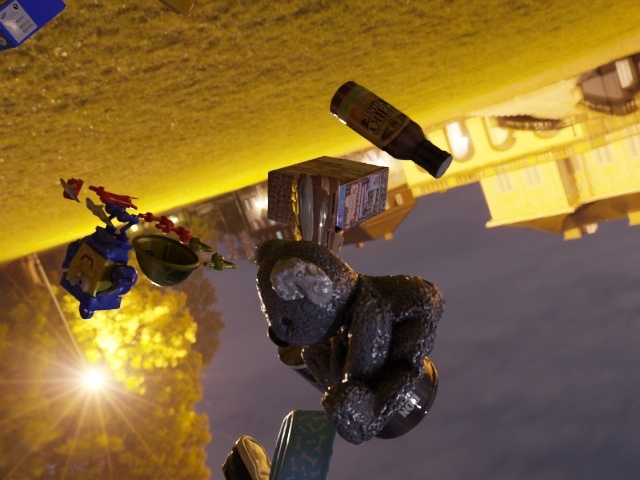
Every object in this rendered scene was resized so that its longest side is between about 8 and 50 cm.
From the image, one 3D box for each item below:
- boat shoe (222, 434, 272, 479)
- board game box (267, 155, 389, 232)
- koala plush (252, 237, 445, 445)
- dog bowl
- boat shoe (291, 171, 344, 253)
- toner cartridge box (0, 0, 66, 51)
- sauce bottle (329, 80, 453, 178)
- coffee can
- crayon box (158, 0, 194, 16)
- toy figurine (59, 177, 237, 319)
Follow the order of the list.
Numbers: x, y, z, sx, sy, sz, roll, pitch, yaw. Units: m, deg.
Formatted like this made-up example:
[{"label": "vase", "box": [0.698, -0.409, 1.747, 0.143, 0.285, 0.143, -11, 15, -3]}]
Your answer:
[{"label": "boat shoe", "box": [-0.142, 0.600, 1.221, 0.113, 0.127, 0.340, -44, -133, 6]}, {"label": "board game box", "box": [0.026, -0.137, 1.576, 0.232, 0.141, 0.291, 15, -156, 30]}, {"label": "koala plush", "box": [0.014, 0.080, 0.668, 0.203, 0.221, 0.196, -49, -166, 1]}, {"label": "dog bowl", "box": [-0.039, 0.381, 0.973, 0.074, 0.166, 0.297, 16, 156, -3]}, {"label": "boat shoe", "box": [0.000, 0.000, 1.288, 0.116, 0.324, 0.123, -6, -154, -13]}, {"label": "toner cartridge box", "box": [-0.726, -0.466, 1.195, 0.347, 0.075, 0.165, 1, -133, 31]}, {"label": "sauce bottle", "box": [0.179, -0.279, 1.398, 0.111, 0.344, 0.111, -43, 157, -23]}, {"label": "coffee can", "box": [0.077, 0.243, 1.121, 0.201, 0.275, 0.201, -36, -154, 21]}, {"label": "crayon box", "box": [-0.328, -0.612, 1.124, 0.081, 0.202, 0.319, -18, -128, 46]}, {"label": "toy figurine", "box": [-0.351, 0.058, 0.985, 0.362, 0.217, 0.191, 30, -173, 31]}]
